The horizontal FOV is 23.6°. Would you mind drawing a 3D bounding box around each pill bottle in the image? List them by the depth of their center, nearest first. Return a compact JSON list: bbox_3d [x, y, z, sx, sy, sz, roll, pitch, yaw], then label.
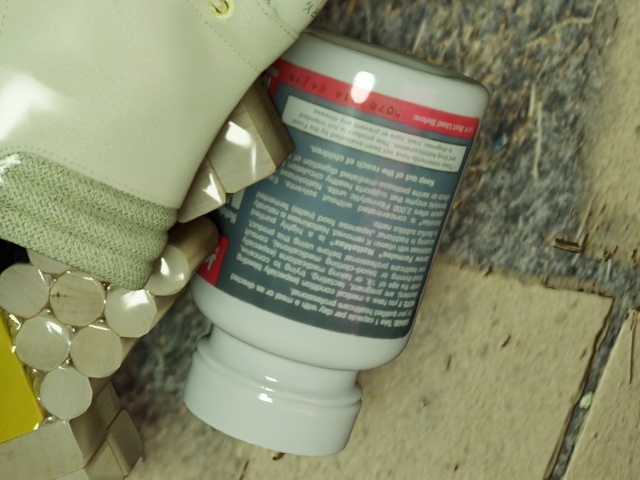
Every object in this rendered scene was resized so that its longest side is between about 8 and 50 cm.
[{"bbox_3d":[0.000,0.000,0.696,0.108,0.108,0.180,6,105,-48],"label":"pill bottle"}]

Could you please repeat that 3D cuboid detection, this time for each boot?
[{"bbox_3d":[-0.111,-0.094,0.504,0.213,0.077,0.165,31,101,-11],"label":"boot"}]

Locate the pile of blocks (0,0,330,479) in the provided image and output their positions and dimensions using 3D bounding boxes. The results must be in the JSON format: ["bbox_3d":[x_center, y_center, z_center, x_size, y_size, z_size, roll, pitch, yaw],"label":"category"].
[{"bbox_3d":[-0.083,-0.040,0.609,0.362,0.149,0.112,-60,-179,9],"label":"pile of blocks"}]
